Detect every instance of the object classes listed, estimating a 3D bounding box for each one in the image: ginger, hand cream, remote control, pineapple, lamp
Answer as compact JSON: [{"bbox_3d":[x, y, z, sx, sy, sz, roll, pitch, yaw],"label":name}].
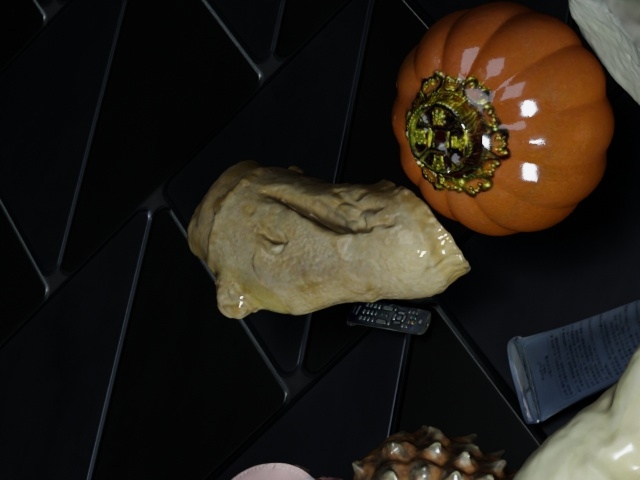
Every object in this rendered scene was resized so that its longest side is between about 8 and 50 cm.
[{"bbox_3d":[0.000,0.000,1.768,0.354,0.126,0.190,1,48,39],"label":"ginger"},{"bbox_3d":[0.280,0.082,1.572,0.256,0.055,0.088,-25,62,27],"label":"hand cream"},{"bbox_3d":[0.069,0.077,1.752,0.091,0.016,0.034,9,57,38],"label":"remote control"},{"bbox_3d":[0.175,0.293,1.482,0.361,0.175,0.175,32,88,32],"label":"pineapple"},{"bbox_3d":[0.168,-0.113,1.655,0.223,0.196,0.223,16,114,39],"label":"lamp"}]

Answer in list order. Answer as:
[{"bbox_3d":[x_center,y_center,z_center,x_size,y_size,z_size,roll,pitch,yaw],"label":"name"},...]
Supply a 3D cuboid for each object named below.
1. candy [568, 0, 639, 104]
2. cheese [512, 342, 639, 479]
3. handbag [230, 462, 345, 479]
[{"bbox_3d":[0.419,-0.263,1.534,0.427,0.186,0.386,-48,29,-6],"label":"candy"},{"bbox_3d":[0.354,0.185,1.309,0.351,0.129,0.328,-48,58,2],"label":"cheese"},{"bbox_3d":[-0.032,0.307,1.643,0.179,0.116,0.205,8,73,39],"label":"handbag"}]
